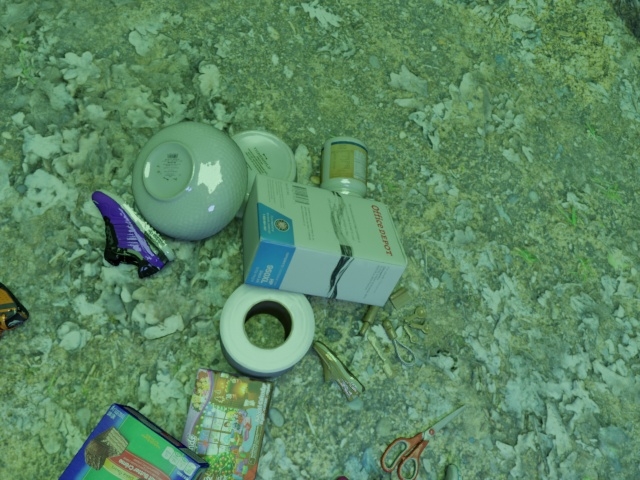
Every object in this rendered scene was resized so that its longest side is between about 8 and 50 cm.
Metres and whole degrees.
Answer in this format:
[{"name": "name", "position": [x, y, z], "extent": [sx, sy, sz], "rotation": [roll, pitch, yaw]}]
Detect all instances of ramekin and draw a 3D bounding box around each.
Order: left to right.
[{"name": "ramekin", "position": [-0.193, -0.202, 1.700], "extent": [0.272, 0.127, 0.273], "rotation": [3, 70, -9]}]

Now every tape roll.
[{"name": "tape roll", "position": [-0.146, 0.238, 1.530], "extent": [0.246, 0.169, 0.246], "rotation": [3, 71, -10]}]

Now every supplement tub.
[{"name": "supplement tub", "position": [0.070, -0.197, 1.737], "extent": [0.144, 0.144, 0.200], "rotation": [6, 70, -8]}]

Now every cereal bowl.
[{"name": "cereal bowl", "position": [-0.379, -0.172, 1.571], "extent": [0.338, 0.141, 0.339], "rotation": [-3, 81, 19]}]

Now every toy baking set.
[{"name": "toy baking set", "position": [0.214, 0.257, 1.664], "extent": [0.196, 0.030, 0.256], "rotation": [33, 68, 2]}]

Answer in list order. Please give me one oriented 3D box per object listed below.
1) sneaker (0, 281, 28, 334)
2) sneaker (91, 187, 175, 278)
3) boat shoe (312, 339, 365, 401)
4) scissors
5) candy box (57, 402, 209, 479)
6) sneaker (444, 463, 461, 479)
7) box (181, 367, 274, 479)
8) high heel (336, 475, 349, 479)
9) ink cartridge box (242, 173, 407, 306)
[{"name": "sneaker", "position": [-0.824, 0.243, 1.426], "extent": [0.180, 0.125, 0.321], "rotation": [-12, 73, -13]}, {"name": "sneaker", "position": [-0.550, -0.012, 1.579], "extent": [0.293, 0.102, 0.146], "rotation": [43, 70, 6]}, {"name": "boat shoe", "position": [0.036, 0.361, 1.578], "extent": [0.072, 0.068, 0.190], "rotation": [-42, 83, -9]}, {"name": "scissors", "position": [0.286, 0.531, 1.585], "extent": [0.109, 0.021, 0.297], "rotation": [42, 70, 8]}, {"name": "candy box", "position": [-0.462, 0.587, 1.333], "extent": [0.268, 0.122, 0.317], "rotation": [29, 75, 14]}, {"name": "sneaker", "position": [0.320, 0.683, 1.514], "extent": [0.082, 0.071, 0.191], "rotation": [14, 68, 1]}, {"name": "box", "position": [-0.245, 0.488, 1.464], "extent": [0.200, 0.057, 0.294], "rotation": [12, 76, -6]}, {"name": "high heel", "position": [0.071, 0.717, 1.427], "extent": [0.082, 0.117, 0.244], "rotation": [4, 70, -9]}, {"name": "ink cartridge box", "position": [0.000, 0.000, 1.550], "extent": [0.394, 0.166, 0.286], "rotation": [11, 37, -17]}]
